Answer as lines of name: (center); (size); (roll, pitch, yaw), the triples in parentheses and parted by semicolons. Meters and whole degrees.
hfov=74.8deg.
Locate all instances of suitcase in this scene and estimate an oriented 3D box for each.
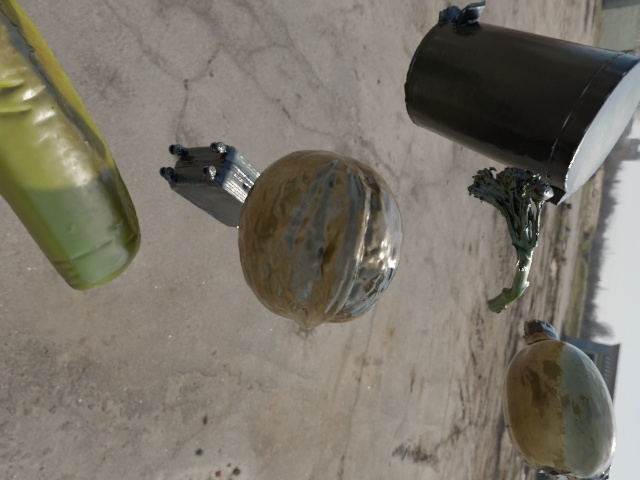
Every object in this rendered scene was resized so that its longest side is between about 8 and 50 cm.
suitcase: (-0.254, -0.144, 1.138); (0.312, 0.202, 0.128); (43, 56, -54)

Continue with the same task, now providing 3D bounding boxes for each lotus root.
lotus root: (0.426, 0.276, 0.773); (0.182, 0.183, 0.309); (62, 32, -43)

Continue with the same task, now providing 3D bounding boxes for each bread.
bread: (-0.324, -0.112, 0.506); (0.166, 0.112, 0.383); (-110, -172, -51)

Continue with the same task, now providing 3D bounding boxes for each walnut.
walnut: (0.000, 0.000, 0.780); (0.333, 0.333, 0.332); (-18, 112, -55)

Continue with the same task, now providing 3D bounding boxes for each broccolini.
broccolini: (0.257, 0.004, 0.620); (0.062, 0.123, 0.271); (-17, 131, -10)

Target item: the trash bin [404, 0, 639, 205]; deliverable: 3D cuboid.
trash bin: (0.312, -0.229, 0.684); (0.203, 0.301, 0.252); (-28, 139, -31)
